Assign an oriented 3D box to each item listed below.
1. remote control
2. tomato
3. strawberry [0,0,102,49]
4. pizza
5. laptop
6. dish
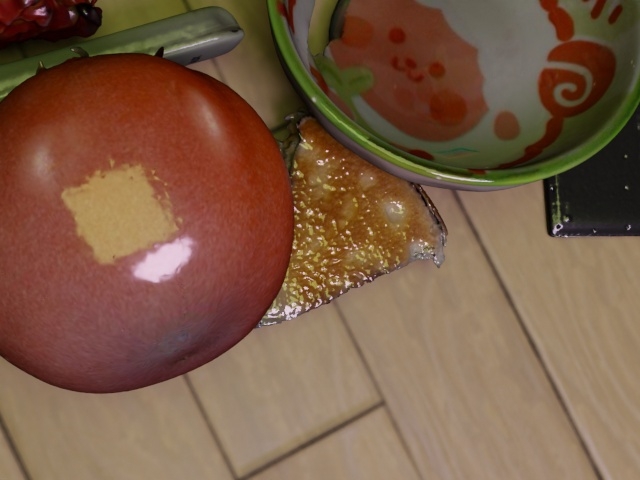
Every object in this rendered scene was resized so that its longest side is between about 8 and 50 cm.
[{"bbox_3d":[-0.211,-0.129,0.872,0.310,0.090,0.038,-19,95,-15],"label":"remote control"},{"bbox_3d":[-0.142,-0.011,0.790,0.256,0.256,0.224,-24,69,-15],"label":"tomato"},{"bbox_3d":[-0.291,-0.212,0.841,0.178,0.234,0.234,-33,89,15],"label":"strawberry"},{"bbox_3d":[0.000,0.000,0.917,0.185,0.052,0.195,41,71,-5],"label":"pizza"},{"bbox_3d":[0.289,-0.066,1.010,0.180,0.016,0.129,-1,81,-11],"label":"laptop"},{"bbox_3d":[0.105,-0.177,0.932,0.324,0.124,0.324,3,71,-10],"label":"dish"}]
